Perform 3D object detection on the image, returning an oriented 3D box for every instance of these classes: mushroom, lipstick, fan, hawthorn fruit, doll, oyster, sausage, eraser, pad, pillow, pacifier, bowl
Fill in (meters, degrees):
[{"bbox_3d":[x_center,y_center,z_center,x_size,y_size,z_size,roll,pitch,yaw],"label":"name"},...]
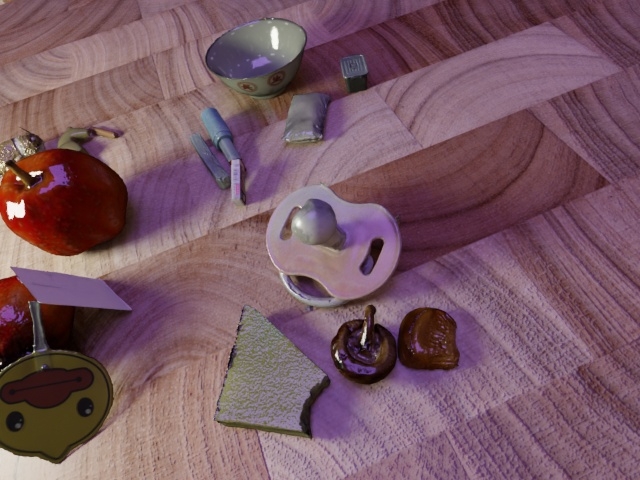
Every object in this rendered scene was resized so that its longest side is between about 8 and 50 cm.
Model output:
[{"bbox_3d":[0.092,0.211,0.852,0.135,0.080,0.170,16,59,5],"label":"mushroom"},{"bbox_3d":[-0.293,-0.299,1.268,0.061,0.068,0.274,-12,58,-34],"label":"lipstick"},{"bbox_3d":[-0.548,0.285,0.835,0.229,0.011,0.335,-7,93,-18],"label":"fan"},{"bbox_3d":[-0.657,0.171,0.930,0.215,0.215,0.249,-11,42,2],"label":"hawthorn fruit"},{"bbox_3d":[-0.997,-0.262,1.341,0.221,0.105,0.115,-46,102,-12],"label":"doll"},{"bbox_3d":[0.181,-0.020,1.001,0.038,0.081,0.083,32,99,3],"label":"oyster"},{"bbox_3d":[-0.740,-0.368,1.415,0.116,0.026,0.026,16,60,19],"label":"sausage"},{"bbox_3d":[-0.229,-0.160,1.151,0.029,0.052,0.122,-5,73,4],"label":"eraser"},{"bbox_3d":[-0.562,0.112,0.946,0.156,0.232,0.004,32,92,27],"label":"pad"},{"bbox_3d":[-0.042,-0.388,1.296,0.128,0.051,0.229,3,55,9],"label":"pillow"},{"bbox_3d":[0.016,-0.007,0.934,0.332,0.273,0.220,23,46,22],"label":"pacifier"},{"bbox_3d":[-0.198,-0.580,1.387,0.337,0.157,0.337,-5,55,7],"label":"bowl"},{"bbox_3d":[-0.662,-0.112,1.043,0.287,0.330,0.287,-1,71,3],"label":"hawthorn fruit"}]

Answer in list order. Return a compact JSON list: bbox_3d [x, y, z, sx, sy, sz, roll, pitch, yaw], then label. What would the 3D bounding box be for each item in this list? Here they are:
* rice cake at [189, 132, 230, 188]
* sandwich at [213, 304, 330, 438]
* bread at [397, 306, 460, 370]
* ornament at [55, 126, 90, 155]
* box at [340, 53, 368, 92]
[{"bbox_3d":[-0.333,-0.242,1.248,0.042,0.045,0.245,-30,56,-14],"label":"rice cake"},{"bbox_3d":[-0.083,0.265,0.859,0.212,0.063,0.245,5,58,8],"label":"sandwich"},{"bbox_3d":[0.224,0.200,0.858,0.126,0.044,0.129,4,54,10],"label":"bread"},{"bbox_3d":[-0.819,-0.271,1.339,0.245,0.061,0.230,35,66,24],"label":"ornament"},{"bbox_3d":[0.114,-0.549,1.367,0.084,0.069,0.122,-9,55,5],"label":"box"}]
